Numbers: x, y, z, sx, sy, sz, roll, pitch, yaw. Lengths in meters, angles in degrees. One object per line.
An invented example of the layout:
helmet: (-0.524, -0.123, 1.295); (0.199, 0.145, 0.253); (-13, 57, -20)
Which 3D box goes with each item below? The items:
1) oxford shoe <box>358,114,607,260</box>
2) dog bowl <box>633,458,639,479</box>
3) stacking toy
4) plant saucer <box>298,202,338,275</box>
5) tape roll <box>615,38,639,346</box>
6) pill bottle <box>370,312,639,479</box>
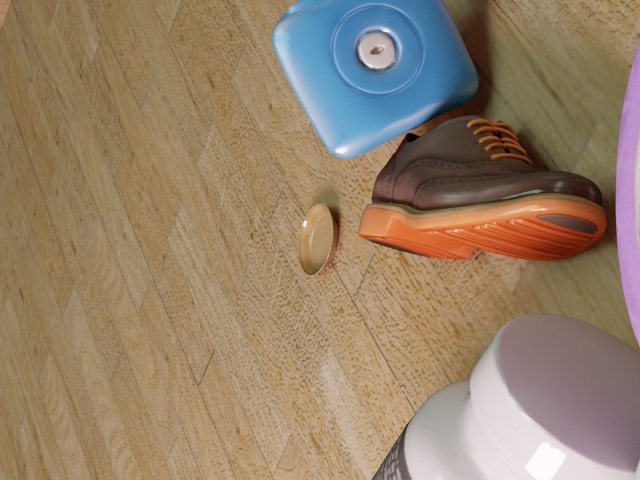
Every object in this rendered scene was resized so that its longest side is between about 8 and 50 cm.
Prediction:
oxford shoe: (0.145, -0.056, 1.689); (0.364, 0.130, 0.132); (2, 77, 63)
dog bowl: (0.329, 0.213, 1.259); (0.265, 0.104, 0.265); (-29, 57, 57)
stacking toy: (0.038, -0.164, 1.912); (0.165, 0.175, 0.302); (63, 171, 4)
plant saucer: (0.000, 0.000, 2.069); (0.083, 0.015, 0.083); (-29, 56, 57)
tape roll: (0.273, -0.038, 1.165); (0.275, 0.090, 0.274); (-178, 90, -81)
pill bottle: (0.135, 0.245, 1.509); (0.363, 0.210, 0.210); (-61, 33, 34)
